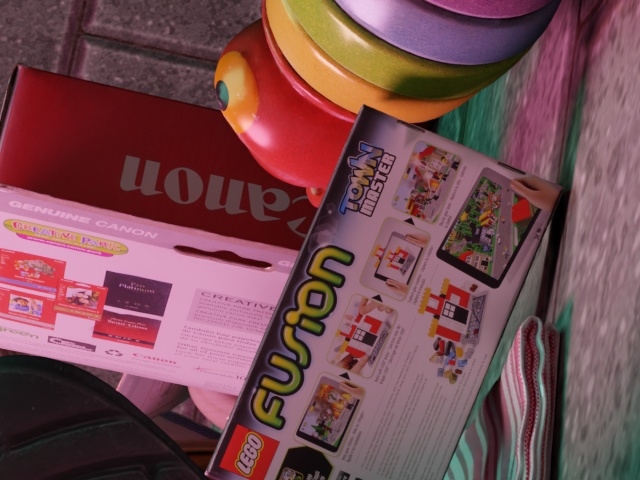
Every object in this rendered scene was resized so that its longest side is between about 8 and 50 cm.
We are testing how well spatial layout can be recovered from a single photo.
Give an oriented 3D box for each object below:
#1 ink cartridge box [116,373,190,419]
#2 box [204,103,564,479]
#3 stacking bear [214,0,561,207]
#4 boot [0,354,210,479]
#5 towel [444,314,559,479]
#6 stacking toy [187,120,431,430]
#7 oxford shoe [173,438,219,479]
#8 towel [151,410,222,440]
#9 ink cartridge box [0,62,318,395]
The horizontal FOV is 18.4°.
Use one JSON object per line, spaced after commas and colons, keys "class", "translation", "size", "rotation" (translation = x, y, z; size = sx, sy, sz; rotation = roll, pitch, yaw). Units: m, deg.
{"class": "ink cartridge box", "translation": [-0.085, -0.011, 1.688], "size": [0.308, 0.091, 0.385], "rotation": [-64, -14, 19]}
{"class": "box", "translation": [0.033, 0.047, 1.009], "size": [0.036, 0.114, 0.207], "rotation": [97, -163, -83]}
{"class": "stacking bear", "translation": [0.034, -0.131, 1.076], "size": [0.289, 0.164, 0.175], "rotation": [-52, 55, 50]}
{"class": "boot", "translation": [-0.077, 0.172, 0.944], "size": [0.367, 0.146, 0.445], "rotation": [60, 179, -13]}
{"class": "towel", "translation": [0.078, 0.143, 0.994], "size": [0.197, 0.029, 0.144], "rotation": [110, 171, -56]}
{"class": "stacking toy", "translation": [0.000, 0.000, 1.580], "size": [0.141, 0.141, 0.330], "rotation": [-91, 17, -65]}
{"class": "oxford shoe", "translation": [-0.033, 0.175, 1.215], "size": [0.076, 0.212, 0.076], "rotation": [-37, 41, 46]}
{"class": "towel", "translation": [-0.093, 0.228, 1.594], "size": [0.034, 0.209, 0.285], "rotation": [-60, 13, 18]}
{"class": "ink cartridge box", "translation": [-0.067, -0.002, 1.308], "size": [0.272, 0.309, 0.130], "rotation": [116, 165, -65]}
